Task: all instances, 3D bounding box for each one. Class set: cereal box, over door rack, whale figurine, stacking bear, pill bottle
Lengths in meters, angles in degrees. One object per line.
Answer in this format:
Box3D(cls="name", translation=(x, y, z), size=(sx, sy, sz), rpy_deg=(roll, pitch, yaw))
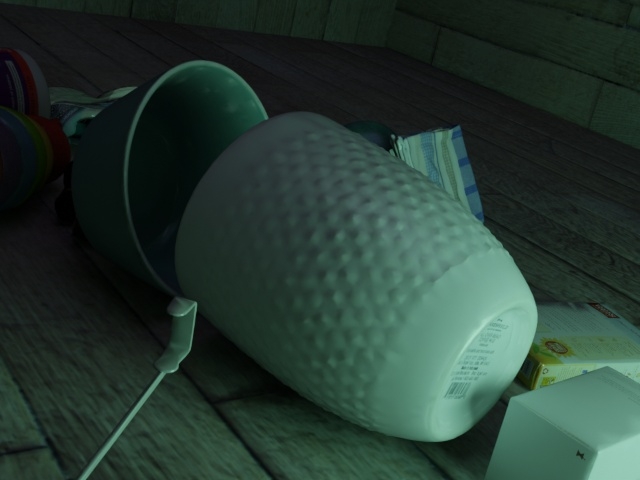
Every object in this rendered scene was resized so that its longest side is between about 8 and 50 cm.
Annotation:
Box3D(cls="cereal box", translation=(0.344, 0.140, 1.198), size=(0.240, 0.047, 0.173), rpy_deg=(4, 22, -24))
Box3D(cls="over door rack", translation=(-0.268, 0.147, 0.695), size=(0.239, 0.108, 0.324), rpy_deg=(17, 40, 8))
Box3D(cls="whale figurine", translation=(0.104, -0.151, 1.643), size=(0.216, 0.141, 0.272), rpy_deg=(-13, -2, 33))
Box3D(cls="stacking bear", translation=(-0.466, -0.124, 1.274), size=(0.164, 0.175, 0.289), rpy_deg=(14, 13, 8))
Box3D(cls="pill bottle", translation=(-0.605, -0.215, 1.374), size=(0.181, 0.181, 0.323), rpy_deg=(27, 24, 33))

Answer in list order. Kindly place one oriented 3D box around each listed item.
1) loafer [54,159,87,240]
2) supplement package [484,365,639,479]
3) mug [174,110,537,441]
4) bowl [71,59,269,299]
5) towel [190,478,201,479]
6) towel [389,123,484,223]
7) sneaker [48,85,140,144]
Box3D(cls="loafer", translation=(-0.349, -0.065, 1.278), size=(0.078, 0.080, 0.220), rpy_deg=(1, 23, -29))
Box3D(cls="supplement package", translation=(0.272, 0.210, 0.892), size=(0.179, 0.105, 0.105), rpy_deg=(-5, 27, -42))
Box3D(cls="mug", translation=(0.072, 0.067, 0.979), size=(0.328, 0.276, 0.374), rpy_deg=(35, -1, 34))
Box3D(cls="bowl", translation=(-0.203, -0.074, 1.146), size=(0.163, 0.312, 0.311), rpy_deg=(3, 13, 31))
Box3D(cls="towel", translation=(-0.103, 0.246, 0.683), size=(0.110, 0.027, 0.148), rpy_deg=(25, 24, 21))
Box3D(cls="towel", translation=(0.217, -0.101, 1.561), size=(0.034, 0.209, 0.285), rpy_deg=(-15, 3, 32))
Box3D(cls="sneaker", translation=(-0.397, -0.215, 1.656), size=(0.283, 0.110, 0.122), rpy_deg=(-11, 48, -42))
